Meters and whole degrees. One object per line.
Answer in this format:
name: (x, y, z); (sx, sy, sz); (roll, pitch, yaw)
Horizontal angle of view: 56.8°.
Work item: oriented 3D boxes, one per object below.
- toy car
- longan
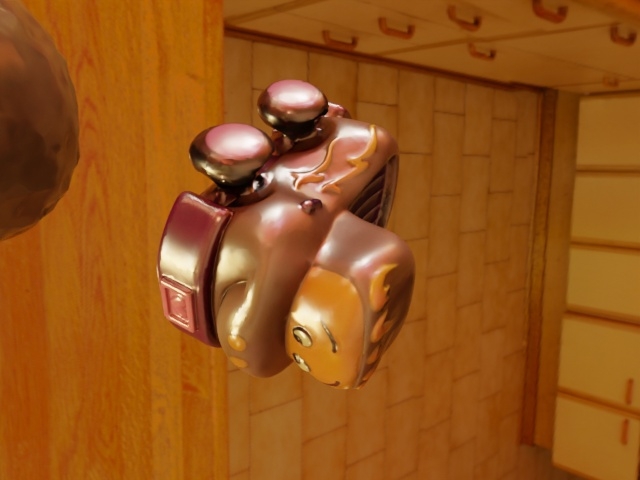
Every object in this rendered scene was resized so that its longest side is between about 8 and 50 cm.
toy car: (0.000, 0.000, 0.651); (0.340, 0.240, 0.271); (-52, 157, -41)
longan: (-0.475, -0.143, 0.646); (0.391, 0.391, 0.391); (-8, 102, -43)
